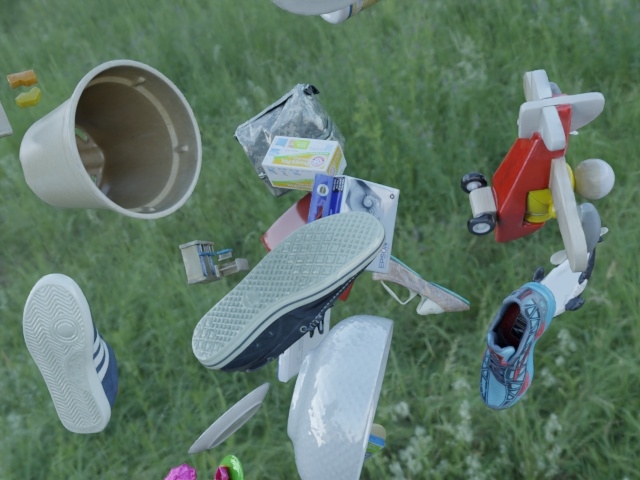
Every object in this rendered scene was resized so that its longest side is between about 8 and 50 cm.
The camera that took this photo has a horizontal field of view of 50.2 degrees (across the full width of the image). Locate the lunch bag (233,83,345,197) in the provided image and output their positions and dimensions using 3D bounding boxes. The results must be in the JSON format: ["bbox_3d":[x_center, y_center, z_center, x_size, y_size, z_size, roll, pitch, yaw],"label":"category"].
[{"bbox_3d":[-0.097,-0.333,2.218,0.305,0.256,0.213,-29,26,21],"label":"lunch bag"}]

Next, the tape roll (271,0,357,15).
[{"bbox_3d":[0.003,-0.573,1.308,0.286,0.100,0.286,-17,-25,-8],"label":"tape roll"}]

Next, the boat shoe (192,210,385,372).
[{"bbox_3d":[-0.055,0.120,1.480,0.500,0.156,0.187,-40,44,13],"label":"boat shoe"}]

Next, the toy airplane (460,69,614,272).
[{"bbox_3d":[0.474,-0.155,1.380,0.272,0.386,0.384,6,9,-9],"label":"toy airplane"}]

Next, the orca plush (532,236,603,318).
[{"bbox_3d":[0.681,0.101,1.904,0.151,0.287,0.102,20,4,28],"label":"orca plush"}]

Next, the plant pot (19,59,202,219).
[{"bbox_3d":[-0.491,-0.196,1.515,0.305,0.334,0.334,-7,25,38],"label":"plant pot"}]

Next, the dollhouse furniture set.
[{"bbox_3d":[-0.326,0.056,2.179,0.183,0.129,0.129,-16,-7,15],"label":"dollhouse furniture set"}]

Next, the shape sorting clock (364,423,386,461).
[{"bbox_3d":[0.082,0.551,1.804,0.206,0.206,0.040,-25,50,-6],"label":"shape sorting clock"}]

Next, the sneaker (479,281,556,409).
[{"bbox_3d":[0.337,0.200,1.267,0.104,0.262,0.125,26,21,39],"label":"sneaker"}]

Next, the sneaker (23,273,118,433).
[{"bbox_3d":[-0.479,0.204,1.348,0.131,0.350,0.148,0,26,3],"label":"sneaker"}]

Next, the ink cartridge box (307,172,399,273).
[{"bbox_3d":[0.079,-0.043,1.693,0.224,0.223,0.045,11,-6,-23],"label":"ink cartridge box"}]

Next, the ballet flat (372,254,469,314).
[{"bbox_3d":[0.289,0.156,2.029,0.106,0.316,0.107,-60,1,-9],"label":"ballet flat"}]

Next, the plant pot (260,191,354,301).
[{"bbox_3d":[0.000,0.000,2.236,0.236,0.267,0.267,-57,28,11],"label":"plant pot"}]

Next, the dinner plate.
[{"bbox_3d":[-0.120,0.247,0.934,0.141,0.017,0.141,-41,-14,-13],"label":"dinner plate"}]

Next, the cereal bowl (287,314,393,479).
[{"bbox_3d":[0.029,0.291,1.225,0.141,0.339,0.339,11,27,9],"label":"cereal bowl"}]

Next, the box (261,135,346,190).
[{"bbox_3d":[-0.045,-0.216,1.943,0.203,0.103,0.114,8,59,23],"label":"box"}]

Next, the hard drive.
[{"bbox_3d":[-0.049,0.315,2.257,0.040,0.210,0.318,9,12,22],"label":"hard drive"}]

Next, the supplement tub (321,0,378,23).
[{"bbox_3d":[0.084,-0.647,1.710,0.199,0.144,0.144,-35,22,-19],"label":"supplement tub"}]

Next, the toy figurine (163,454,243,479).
[{"bbox_3d":[-0.282,0.563,1.539,0.159,0.173,0.130,15,23,-32],"label":"toy figurine"}]

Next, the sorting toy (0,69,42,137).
[{"bbox_3d":[-0.776,-0.288,1.533,0.307,0.041,0.229,-21,57,-23],"label":"sorting toy"}]
